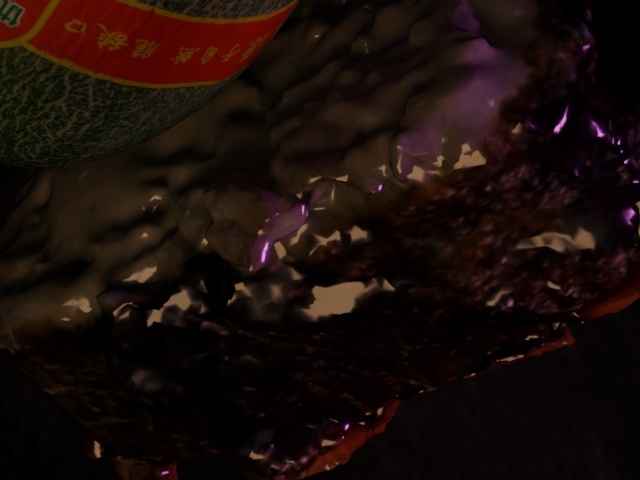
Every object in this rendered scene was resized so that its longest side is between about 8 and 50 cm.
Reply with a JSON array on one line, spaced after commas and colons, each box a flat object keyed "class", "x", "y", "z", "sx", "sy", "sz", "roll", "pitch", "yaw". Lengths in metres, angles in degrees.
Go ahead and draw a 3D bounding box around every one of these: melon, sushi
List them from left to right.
[{"class": "melon", "x": -0.087, "y": -0.133, "z": 0.693, "sx": 0.182, "sy": 0.182, "sz": 0.287, "roll": 23, "pitch": 133, "yaw": -15}, {"class": "sushi", "x": 0.000, "y": 0.000, "z": 0.797, "sx": 0.343, "sy": 0.196, "sz": 0.182, "roll": -26, "pitch": 118, "yaw": 27}]
